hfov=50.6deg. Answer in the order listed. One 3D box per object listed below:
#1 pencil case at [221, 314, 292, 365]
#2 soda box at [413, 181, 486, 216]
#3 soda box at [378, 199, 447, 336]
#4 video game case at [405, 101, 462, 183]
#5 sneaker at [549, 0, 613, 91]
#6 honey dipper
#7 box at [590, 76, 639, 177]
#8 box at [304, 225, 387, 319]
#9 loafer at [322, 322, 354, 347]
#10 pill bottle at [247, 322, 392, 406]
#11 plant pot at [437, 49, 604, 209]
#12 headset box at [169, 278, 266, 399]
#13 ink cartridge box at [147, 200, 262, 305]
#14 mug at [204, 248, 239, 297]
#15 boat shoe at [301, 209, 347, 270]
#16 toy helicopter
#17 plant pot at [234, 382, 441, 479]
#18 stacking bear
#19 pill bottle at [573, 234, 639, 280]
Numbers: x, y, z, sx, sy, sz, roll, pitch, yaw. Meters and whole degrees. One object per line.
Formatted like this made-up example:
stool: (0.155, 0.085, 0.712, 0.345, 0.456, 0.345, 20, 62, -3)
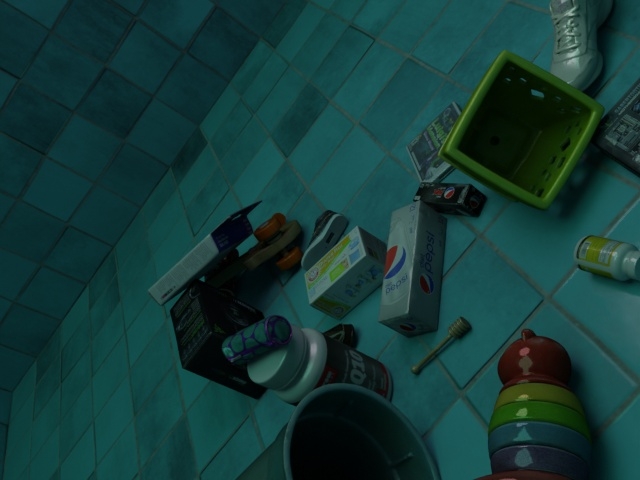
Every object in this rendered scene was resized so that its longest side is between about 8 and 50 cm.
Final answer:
pencil case: (-0.125, 0.197, 1.326, 0.152, 0.064, 0.070, -31, 26, 39)
soda box: (0.291, -0.095, 1.536, 0.169, 0.060, 0.053, 12, 73, 58)
soda box: (0.205, 0.060, 1.492, 0.091, 0.098, 0.286, -23, 47, 45)
video game case: (0.299, -0.235, 1.680, 0.173, 0.022, 0.190, -43, 35, 25)
sneaker: (0.518, -0.438, 1.416, 0.114, 0.152, 0.305, -10, 58, 49)
honey dipper: (0.240, 0.217, 1.377, 0.160, 0.030, 0.030, -49, 32, 23)
box: (0.611, -0.224, 1.187, 0.232, 0.059, 0.183, -51, 32, 15)
box: (0.067, 0.082, 1.663, 0.203, 0.103, 0.114, -44, 35, 24)
loafer: (-0.007, 0.265, 1.636, 0.220, 0.078, 0.080, -39, 36, 30)
pill bottle: (-0.001, 0.281, 1.416, 0.161, 0.283, 0.161, -35, 39, 35)
plant pot: (0.372, -0.205, 1.334, 0.227, 0.228, 0.207, -60, 3, 1)
headset box: (-0.255, 0.269, 1.825, 0.131, 0.246, 0.283, -51, 31, 12)
ink cartridge box: (-0.310, 0.030, 1.970, 0.330, 0.071, 0.324, -39, 1, 16)
mug: (-0.324, 0.108, 2.182, 0.150, 0.113, 0.169, 106, 162, -45)
boat shoe: (0.000, 0.000, 1.876, 0.183, 0.065, 0.083, -54, 28, -3)
toy helicopter: (-0.206, 0.040, 2.046, 0.355, 0.140, 0.235, -32, 16, 19)
plant pot: (-0.011, 0.492, 1.241, 0.334, 0.341, 0.341, -45, 33, 36)
stacking bear: (0.338, 0.282, 1.066, 0.164, 0.175, 0.289, -31, 34, 42)
pill bottle: (0.491, 0.032, 1.136, 0.116, 0.065, 0.065, 23, 83, 59)
